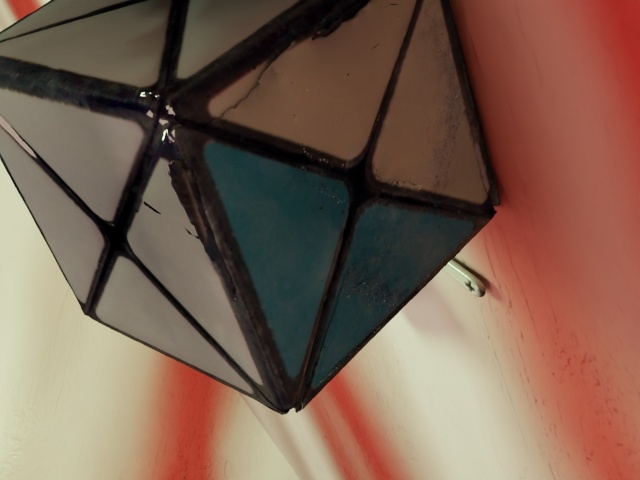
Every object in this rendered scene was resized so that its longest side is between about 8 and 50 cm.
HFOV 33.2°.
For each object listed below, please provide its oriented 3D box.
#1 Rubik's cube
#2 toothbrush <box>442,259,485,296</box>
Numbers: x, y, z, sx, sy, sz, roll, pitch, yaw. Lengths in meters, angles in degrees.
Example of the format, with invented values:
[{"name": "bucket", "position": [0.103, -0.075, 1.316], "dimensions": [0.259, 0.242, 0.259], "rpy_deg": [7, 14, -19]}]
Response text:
[{"name": "Rubik's cube", "position": [-0.061, -0.082, 0.916], "dimensions": [0.310, 0.307, 0.305], "rpy_deg": [18, 140, 43]}, {"name": "toothbrush", "position": [0.080, -0.010, 1.198], "dimensions": [0.304, 0.030, 0.030], "rpy_deg": [38, 156, 46]}]
